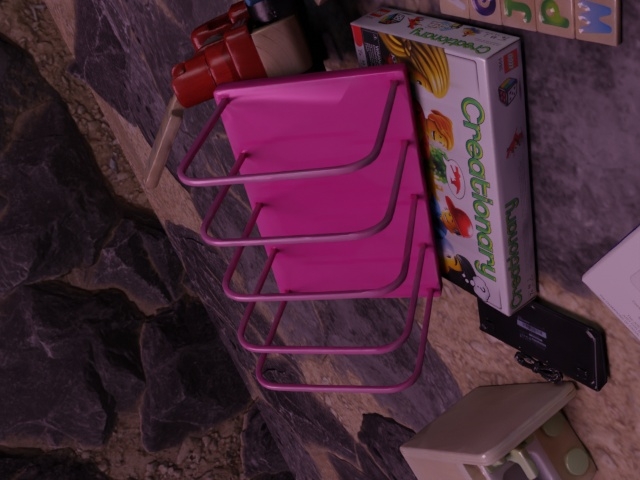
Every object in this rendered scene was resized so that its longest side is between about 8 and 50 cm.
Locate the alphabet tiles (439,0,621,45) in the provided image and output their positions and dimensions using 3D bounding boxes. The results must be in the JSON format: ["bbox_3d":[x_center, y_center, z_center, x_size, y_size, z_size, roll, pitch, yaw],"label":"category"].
[{"bbox_3d":[0.147,-0.279,0.578,0.198,0.009,0.237,33,147,48],"label":"alphabet tiles"}]

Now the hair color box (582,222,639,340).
[{"bbox_3d":[0.308,0.005,0.424,0.185,0.110,0.339,49,165,15],"label":"hair color box"}]

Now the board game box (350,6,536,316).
[{"bbox_3d":[0.136,-0.083,0.797,0.193,0.053,0.305,32,147,47],"label":"board game box"}]

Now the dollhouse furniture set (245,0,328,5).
[{"bbox_3d":[-0.046,-0.306,0.720,0.129,0.183,0.129,55,158,10],"label":"dollhouse furniture set"}]

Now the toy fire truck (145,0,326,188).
[{"bbox_3d":[-0.119,-0.190,0.885,0.217,0.246,0.159,-98,-14,-66],"label":"toy fire truck"}]

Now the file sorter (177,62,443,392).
[{"bbox_3d":[0.000,0.000,0.765,0.202,0.182,0.291,-2,127,18],"label":"file sorter"}]

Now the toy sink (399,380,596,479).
[{"bbox_3d":[0.233,0.275,0.929,0.131,0.152,0.234,58,157,2],"label":"toy sink"}]

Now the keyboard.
[{"bbox_3d":[0.250,0.111,0.853,0.180,0.023,0.108,28,137,53],"label":"keyboard"}]
